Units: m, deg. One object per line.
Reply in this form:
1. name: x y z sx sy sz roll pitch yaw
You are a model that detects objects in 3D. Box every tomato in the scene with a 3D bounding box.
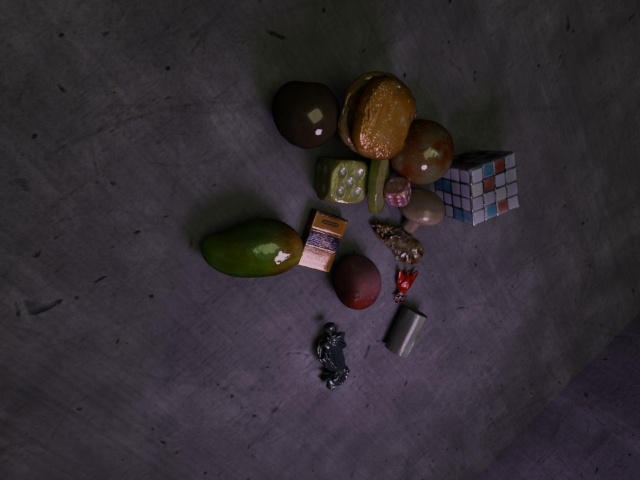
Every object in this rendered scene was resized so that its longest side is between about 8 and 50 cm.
1. tomato: 0.424 -0.358 1.652 0.270 0.222 0.271 -6 105 -22

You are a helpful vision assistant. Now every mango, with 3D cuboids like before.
1. mango: -0.251 0.029 1.509 0.381 0.201 0.225 -1 128 -12

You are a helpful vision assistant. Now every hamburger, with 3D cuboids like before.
1. hamburger: 0.208 -0.438 1.427 0.314 0.170 0.290 5 114 -40

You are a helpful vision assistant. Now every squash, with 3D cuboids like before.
1. squash: 0.233 -0.232 1.612 0.048 0.252 0.252 8 106 16

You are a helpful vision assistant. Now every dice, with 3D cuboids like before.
1. dice: 0.316 -0.199 1.650 0.093 0.094 0.091 57 44 -51
2. dice: 0.082 -0.238 1.580 0.169 0.166 0.170 -1 106 -23

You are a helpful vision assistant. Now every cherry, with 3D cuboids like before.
1. cherry: 0.168 0.182 1.706 0.206 0.239 0.240 -3 107 -30

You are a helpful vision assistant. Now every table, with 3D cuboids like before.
1. table: 0.412 0.436 1.940 0.126 0.126 0.220 21 96 -26

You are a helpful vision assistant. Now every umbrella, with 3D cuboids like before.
1. umbrella: 0.057 0.514 1.833 0.143 0.094 0.349 -29 121 -33

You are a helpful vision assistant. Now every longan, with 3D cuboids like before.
1. longan: -0.052 -0.453 1.432 0.248 0.248 0.248 -6 108 -21

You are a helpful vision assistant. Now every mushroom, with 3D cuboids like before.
1. mushroom: 0.417 -0.129 1.742 0.206 0.206 0.209 33 113 -27

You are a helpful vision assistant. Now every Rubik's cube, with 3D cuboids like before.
1. Rubik's cube: 0.678 -0.244 1.776 0.253 0.256 0.259 -21 111 -15

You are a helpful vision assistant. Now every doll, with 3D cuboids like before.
1. doll: 0.395 0.217 1.906 0.109 0.057 0.169 5 103 -26

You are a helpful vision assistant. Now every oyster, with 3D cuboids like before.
1. oyster: 0.351 0.010 1.825 0.345 0.078 0.129 34 99 -30

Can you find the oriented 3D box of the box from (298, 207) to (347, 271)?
1. box: 0.000 0.000 1.675 0.152 0.070 0.237 17 101 -26
